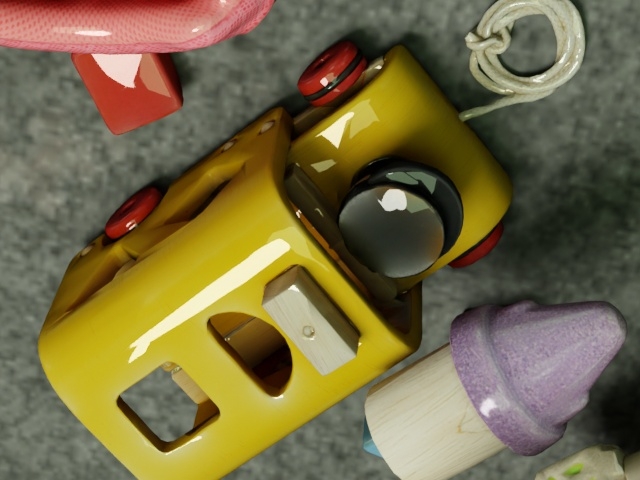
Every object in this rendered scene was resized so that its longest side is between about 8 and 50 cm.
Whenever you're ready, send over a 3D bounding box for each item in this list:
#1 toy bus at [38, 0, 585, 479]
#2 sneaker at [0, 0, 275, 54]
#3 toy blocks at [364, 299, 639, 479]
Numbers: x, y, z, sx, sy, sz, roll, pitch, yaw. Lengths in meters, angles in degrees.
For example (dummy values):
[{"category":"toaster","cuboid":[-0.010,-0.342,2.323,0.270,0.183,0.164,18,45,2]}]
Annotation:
[{"category":"toy bus","cuboid":[-0.006,0.010,0.580,0.190,0.104,0.202,6,117,0]},{"category":"sneaker","cuboid":[-0.150,-0.132,0.492,0.313,0.136,0.116,12,117,-7]},{"category":"toy blocks","cuboid":[0.194,0.125,0.480,0.260,0.289,0.309,-32,131,24]}]
